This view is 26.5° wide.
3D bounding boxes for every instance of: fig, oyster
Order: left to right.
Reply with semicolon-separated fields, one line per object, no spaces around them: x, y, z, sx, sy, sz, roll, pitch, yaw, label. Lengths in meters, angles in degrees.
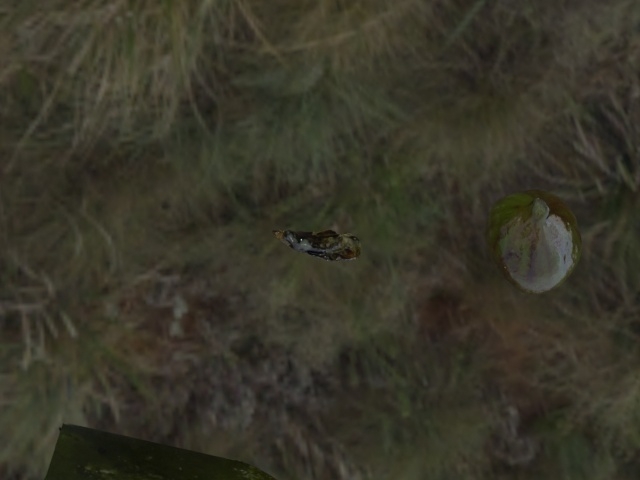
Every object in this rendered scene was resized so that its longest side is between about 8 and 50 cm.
-0.003;-0.001;1.246;0.083;0.054;0.019;8;110;0;oyster
0.227;-0.007;1.432;0.103;0.109;0.155;-52;171;-15;fig

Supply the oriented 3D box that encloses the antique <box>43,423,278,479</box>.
-0.117;0.224;1.103;0.221;0.080;0.081;13;122;-5;antique
